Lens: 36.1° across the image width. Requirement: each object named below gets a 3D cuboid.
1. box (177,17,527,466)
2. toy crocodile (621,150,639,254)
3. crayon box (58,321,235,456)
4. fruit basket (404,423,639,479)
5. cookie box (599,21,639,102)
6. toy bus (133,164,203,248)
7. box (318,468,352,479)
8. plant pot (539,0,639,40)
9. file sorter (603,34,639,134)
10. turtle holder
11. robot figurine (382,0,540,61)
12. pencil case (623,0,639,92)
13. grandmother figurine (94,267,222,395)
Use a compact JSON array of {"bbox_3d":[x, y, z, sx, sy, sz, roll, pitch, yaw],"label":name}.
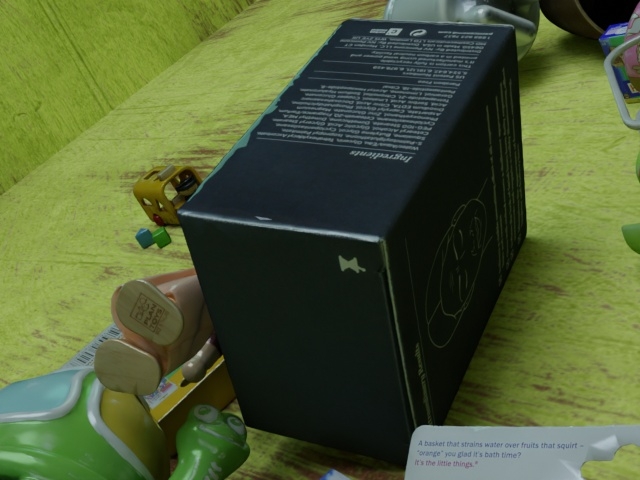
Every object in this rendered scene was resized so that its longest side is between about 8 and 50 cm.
[{"bbox_3d":[0.064,-0.016,1.048,0.212,0.294,0.395,8,40,25],"label":"box"},{"bbox_3d":[0.395,-0.147,1.033,0.115,0.105,0.341,-156,77,-67],"label":"toy crocodile"},{"bbox_3d":[-0.196,0.166,1.310,0.203,0.083,0.323,-42,26,-24],"label":"crayon box"},{"bbox_3d":[0.159,0.269,0.507,0.327,0.165,0.353,-10,52,39],"label":"fruit basket"},{"bbox_3d":[0.443,-0.244,1.335,0.092,0.107,0.040,0,40,50],"label":"cookie box"},{"bbox_3d":[-0.270,-0.092,1.860,0.202,0.104,0.191,-25,25,13],"label":"toy bus"},{"bbox_3d":[-0.015,0.284,0.866,0.178,0.042,0.109,-29,34,-35],"label":"box"},{"bbox_3d":[0.443,-0.412,1.571,0.215,0.215,0.230,-34,11,-8],"label":"plant pot"},{"bbox_3d":[0.390,-0.061,0.853,0.173,0.278,0.193,-26,24,22],"label":"file sorter"},{"bbox_3d":[-0.259,0.237,1.024,0.320,0.243,0.227,-38,21,35],"label":"turtle holder"},{"bbox_3d":[0.234,-0.375,1.681,0.353,0.199,0.300,7,80,67],"label":"robot figurine"},{"bbox_3d":[0.516,-0.205,1.104,0.160,0.167,0.386,-53,26,1],"label":"pencil case"},{"bbox_3d":[-0.108,0.055,1.088,0.208,0.104,0.342,-56,-12,21],"label":"grandmother figurine"}]
